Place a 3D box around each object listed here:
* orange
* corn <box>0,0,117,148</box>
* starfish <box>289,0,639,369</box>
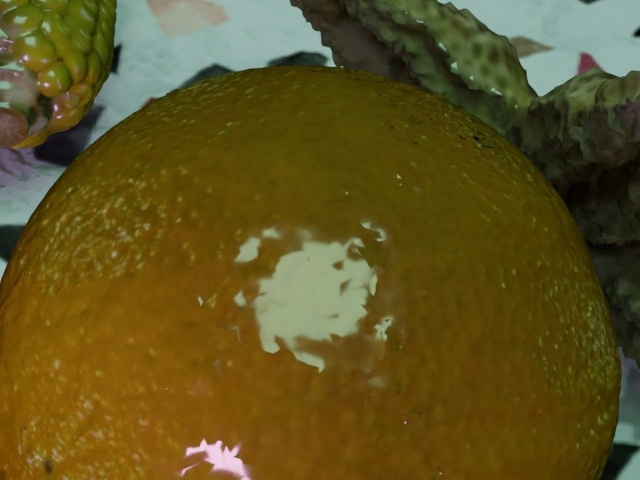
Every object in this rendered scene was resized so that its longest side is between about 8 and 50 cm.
[{"bbox_3d":[-0.004,0.055,0.687,0.274,0.274,0.274,4,53,-5],"label":"orange"},{"bbox_3d":[-0.175,-0.195,0.948,0.120,0.120,0.363,2,49,-6],"label":"corn"},{"bbox_3d":[0.130,-0.029,0.761,0.432,0.324,0.082,38,72,25],"label":"starfish"}]
